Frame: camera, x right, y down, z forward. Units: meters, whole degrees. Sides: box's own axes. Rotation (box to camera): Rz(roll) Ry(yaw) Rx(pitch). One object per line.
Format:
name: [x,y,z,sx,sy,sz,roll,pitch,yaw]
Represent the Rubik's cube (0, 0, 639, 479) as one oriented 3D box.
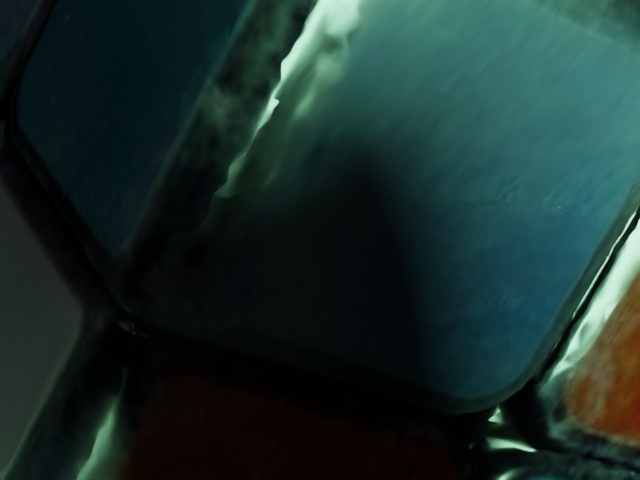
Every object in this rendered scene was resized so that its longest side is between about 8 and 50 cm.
Rubik's cube: [0.000,0.000,0.707,0.313,0.318,0.316,20,17,-34]
